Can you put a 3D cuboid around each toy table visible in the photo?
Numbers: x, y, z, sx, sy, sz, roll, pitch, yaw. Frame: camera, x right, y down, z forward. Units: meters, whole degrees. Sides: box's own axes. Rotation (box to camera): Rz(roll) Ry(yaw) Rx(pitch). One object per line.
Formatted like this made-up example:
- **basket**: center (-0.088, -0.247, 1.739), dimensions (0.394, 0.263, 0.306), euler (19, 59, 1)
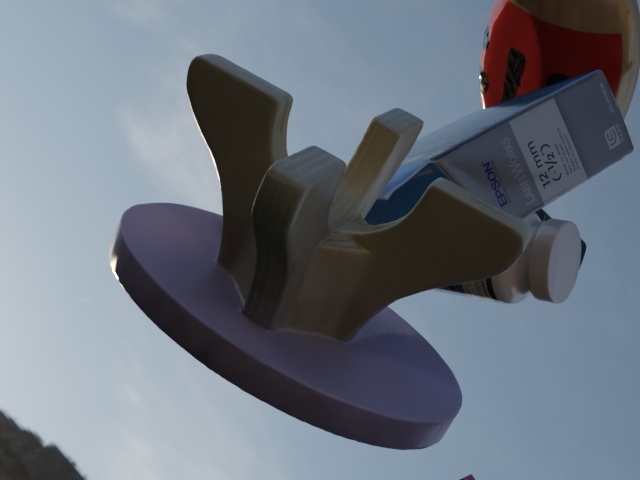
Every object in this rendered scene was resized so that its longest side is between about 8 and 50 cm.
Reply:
- **toy table**: center (0.000, 0.000, 0.655), dimensions (0.274, 0.252, 0.161), euler (26, -67, 1)

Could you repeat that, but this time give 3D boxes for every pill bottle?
- **pill bottle**: center (0.253, 0.015, 1.469), dimensions (0.265, 0.153, 0.153), euler (9, -53, 34)

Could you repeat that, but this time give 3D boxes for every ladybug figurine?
- **ladybug figurine**: center (0.392, -0.299, 1.655), dimensions (0.305, 0.162, 0.449), euler (42, -35, 39)

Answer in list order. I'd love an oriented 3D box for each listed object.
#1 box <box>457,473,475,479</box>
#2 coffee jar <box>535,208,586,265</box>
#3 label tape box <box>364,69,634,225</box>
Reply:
- **box**: center (0.142, 0.391, 0.939), dimensions (0.243, 0.117, 0.213), euler (86, -21, -52)
- **coffee jar**: center (0.419, 0.001, 1.795), dimensions (0.184, 0.096, 0.079), euler (32, -17, -30)
- **label tape box**: center (0.148, -0.064, 1.097), dimensions (0.249, 0.348, 0.115), euler (-12, -74, 59)
